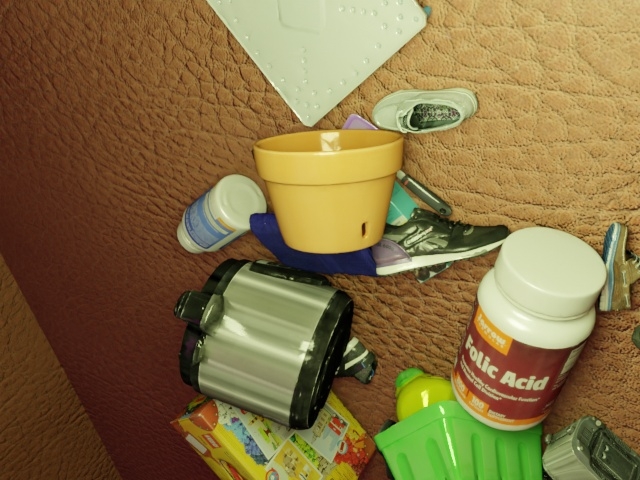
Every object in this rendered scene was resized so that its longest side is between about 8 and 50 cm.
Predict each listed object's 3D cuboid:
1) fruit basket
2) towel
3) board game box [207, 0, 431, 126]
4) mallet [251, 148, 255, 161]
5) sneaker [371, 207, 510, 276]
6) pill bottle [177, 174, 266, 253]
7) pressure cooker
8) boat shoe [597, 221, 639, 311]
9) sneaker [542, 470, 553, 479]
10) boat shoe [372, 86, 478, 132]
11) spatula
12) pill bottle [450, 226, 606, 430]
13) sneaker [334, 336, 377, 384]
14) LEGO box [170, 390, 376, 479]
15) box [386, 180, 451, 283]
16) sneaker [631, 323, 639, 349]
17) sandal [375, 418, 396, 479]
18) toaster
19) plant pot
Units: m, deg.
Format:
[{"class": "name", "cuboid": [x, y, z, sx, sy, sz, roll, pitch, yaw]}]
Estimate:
[{"class": "fruit basket", "cuboid": [0.314, 0.442, 1.551, 0.392, 0.392, 0.283, 48, 127, -1]}, {"class": "towel", "cuboid": [0.000, 0.000, 1.561, 0.308, 0.076, 0.227, 2, 147, 36]}, {"class": "board game box", "cuboid": [-0.027, -0.475, 1.273, 0.390, 0.050, 0.390, 51, 139, -5]}, {"class": "mallet", "cuboid": [-0.085, -0.205, 1.546, 0.190, 0.039, 0.062, -5, 121, 37]}, {"class": "sneaker", "cuboid": [0.238, -0.014, 1.326, 0.284, 0.107, 0.124, -13, 93, 13]}, {"class": "pill bottle", "cuboid": [-0.275, -0.058, 1.727, 0.272, 0.152, 0.152, -27, 102, 47]}, {"class": "pressure cooker", "cuboid": [-0.161, 0.241, 1.620, 0.421, 0.375, 0.369, 17, 122, 13]}, {"class": "boat shoe", "cuboid": [0.556, 0.049, 1.195, 0.066, 0.066, 0.183, 3, 122, 17]}, {"class": "sneaker", "cuboid": [0.589, 0.606, 1.573, 0.299, 0.121, 0.112, 28, 106, 22]}, {"class": "boat shoe", "cuboid": [0.186, -0.247, 1.249, 0.228, 0.081, 0.079, 0, 121, 39]}, {"class": "spatula", "cuboid": [0.163, -0.152, 1.376, 0.296, 0.030, 0.084, 44, 137, 8]}, {"class": "pill bottle", "cuboid": [0.407, 0.181, 1.292, 0.224, 0.224, 0.392, 26, 135, 22]}, {"class": "sneaker", "cuboid": [0.080, 0.370, 1.819, 0.121, 0.079, 0.217, 43, 137, 7]}, {"class": "LEGO box", "cuboid": [-0.123, 0.571, 1.907, 0.500, 0.372, 0.193, 51, 139, -10]}, {"class": "box", "cuboid": [0.186, -0.027, 1.437, 0.244, 0.060, 0.100, 48, 139, -1]}, {"class": "sneaker", "cuboid": [0.713, 0.236, 1.176, 0.286, 0.109, 0.130, 21, 139, 29]}, {"class": "sandal", "cuboid": [0.219, 0.611, 1.889, 0.055, 0.097, 0.254, 13, 139, 34]}, {"class": "toaster", "cuboid": [0.614, 0.508, 1.452, 0.227, 0.129, 0.146, 41, 142, 3]}, {"class": "plant pot", "cuboid": [0.019, -0.099, 1.270, 0.291, 0.291, 0.203, 9, 110, 35]}]
